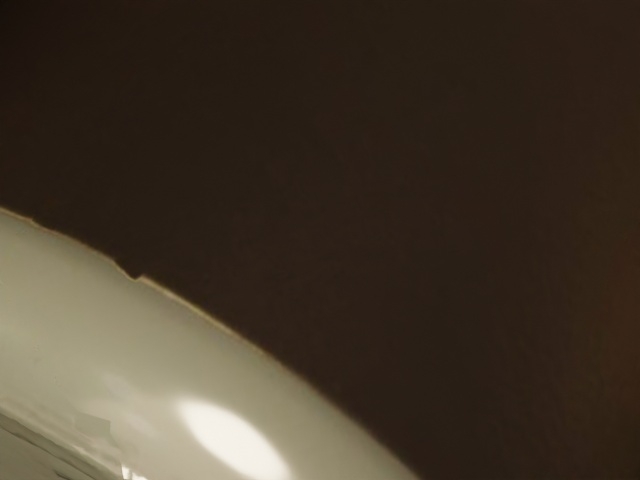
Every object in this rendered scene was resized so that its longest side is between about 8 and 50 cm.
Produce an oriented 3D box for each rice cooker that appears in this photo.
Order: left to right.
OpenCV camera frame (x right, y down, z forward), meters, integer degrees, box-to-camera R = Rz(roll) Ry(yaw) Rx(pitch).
[{"bbox_3d":[0.000,0.000,0.652,0.335,0.325,0.335,27,154,15],"label":"rice cooker"}]
